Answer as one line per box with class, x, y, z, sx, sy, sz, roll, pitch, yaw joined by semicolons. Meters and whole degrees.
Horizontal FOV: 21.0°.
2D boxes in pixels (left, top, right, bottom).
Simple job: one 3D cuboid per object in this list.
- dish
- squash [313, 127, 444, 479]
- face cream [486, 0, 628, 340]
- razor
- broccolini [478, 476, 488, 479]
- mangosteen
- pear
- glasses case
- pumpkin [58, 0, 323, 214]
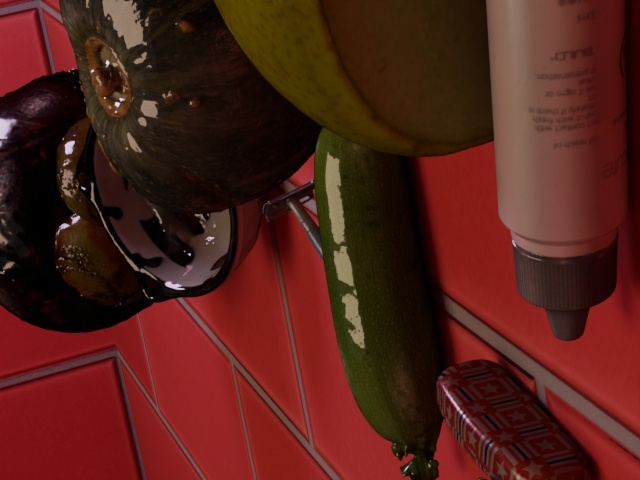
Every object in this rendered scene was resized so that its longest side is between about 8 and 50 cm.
dish;-0.165;-0.073;2.168;0.303;0.120;0.303;24;127;36
squash;0.058;0.055;1.633;0.101;0.101;0.379;-145;41;-68
face cream;0.160;-0.067;1.152;0.092;0.092;0.311;-130;29;-58
razor;0.000;0.000;1.895;0.135;0.068;0.040;55;161;23
broccolini;0.151;0.257;1.442;0.201;0.058;0.074;54;-175;-40
mangosteen;-0.339;-0.076;2.449;0.421;0.381;0.381;-51;54;56
pear;0.010;-0.251;1.246;0.318;0.238;0.342;40;143;52
glasses case;0.153;0.163;1.431;0.194;0.073;0.049;-130;34;-58
pumpkin;-0.125;-0.193;1.742;0.291;0.257;0.328;46;146;36
